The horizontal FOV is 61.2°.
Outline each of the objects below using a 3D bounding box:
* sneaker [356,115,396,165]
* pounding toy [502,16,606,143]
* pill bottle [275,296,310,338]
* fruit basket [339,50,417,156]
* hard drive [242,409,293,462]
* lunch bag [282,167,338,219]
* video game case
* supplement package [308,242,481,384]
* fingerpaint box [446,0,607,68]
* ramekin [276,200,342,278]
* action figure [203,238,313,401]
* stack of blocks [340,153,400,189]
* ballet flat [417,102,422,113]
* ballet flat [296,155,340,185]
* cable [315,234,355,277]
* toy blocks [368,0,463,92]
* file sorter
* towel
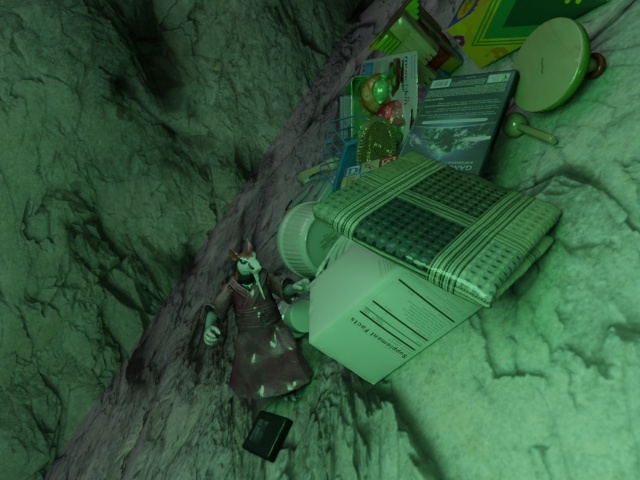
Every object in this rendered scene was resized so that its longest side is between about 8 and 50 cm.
[{"bbox_3d":[0.133,-0.188,1.422,0.153,0.099,0.283,-102,12,-71],"label":"sneaker"},{"bbox_3d":[0.478,-0.311,1.085,0.183,0.110,0.237,-138,59,-62],"label":"pounding toy"},{"bbox_3d":[-0.084,0.200,1.391,0.180,0.108,0.108,-17,40,56],"label":"pill bottle"},{"bbox_3d":[0.170,-0.342,1.506,0.353,0.165,0.328,-133,40,-70],"label":"fruit basket"},{"bbox_3d":[-0.120,0.433,1.208,0.135,0.022,0.094,-15,42,58],"label":"hard drive"},{"bbox_3d":[-0.003,-0.126,1.745,0.224,0.107,0.279,-57,21,-11],"label":"lunch bag"},{"bbox_3d":[0.276,-0.236,1.117,0.195,0.026,0.274,7,63,39],"label":"video game case"},{"bbox_3d":[0.136,0.092,1.006,0.293,0.175,0.178,-42,25,25],"label":"supplement package"},{"bbox_3d":[0.577,-0.713,1.401,0.371,0.163,0.445,-16,41,56],"label":"fingerpaint box"},{"bbox_3d":[0.000,0.000,1.418,0.109,0.207,0.207,6,60,55],"label":"ramekin"},{"bbox_3d":[-0.131,0.174,1.248,0.247,0.371,0.276,-11,6,-3],"label":"action figure"},{"bbox_3d":[0.193,-0.110,1.170,0.296,0.087,0.171,-11,38,22],"label":"stack of blocks"},{"bbox_3d":[0.292,-0.342,1.519,0.077,0.077,0.231,-36,25,22],"label":"ballet flat"},{"bbox_3d":[-0.010,-0.233,1.988,0.248,0.086,0.086,-23,35,51],"label":"ballet flat"},{"bbox_3d":[0.121,0.022,1.279,0.257,0.089,0.257,-58,22,-16],"label":"cable"},{"bbox_3d":[0.316,-0.579,1.634,0.190,0.261,0.382,-40,17,34],"label":"toy blocks"},{"bbox_3d":[0.075,-0.242,1.482,0.118,0.105,0.170,-20,-32,-27],"label":"file sorter"},{"bbox_3d":[0.196,-0.034,0.875,0.324,0.312,0.056,-32,-41,-43],"label":"towel"}]
